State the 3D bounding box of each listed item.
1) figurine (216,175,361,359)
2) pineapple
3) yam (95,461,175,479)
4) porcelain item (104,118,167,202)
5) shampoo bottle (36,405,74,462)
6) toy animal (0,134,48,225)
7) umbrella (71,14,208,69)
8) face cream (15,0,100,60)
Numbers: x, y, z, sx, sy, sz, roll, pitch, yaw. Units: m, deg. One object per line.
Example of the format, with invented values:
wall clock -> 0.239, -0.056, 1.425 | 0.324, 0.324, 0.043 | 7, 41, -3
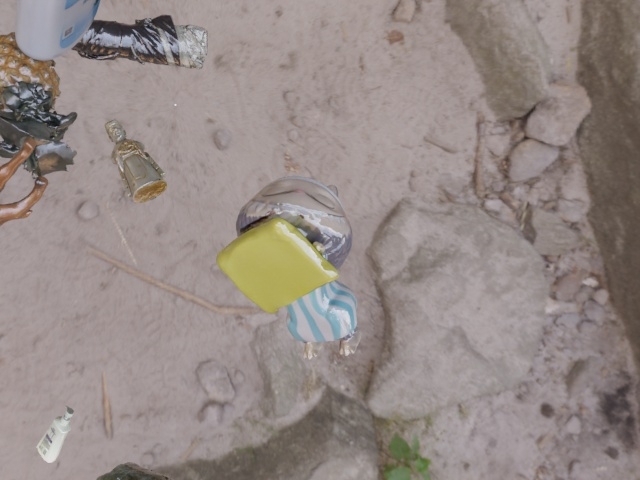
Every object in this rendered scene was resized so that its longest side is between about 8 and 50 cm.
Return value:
figurine -> 0.000, 0.000, 1.507 | 0.361, 0.266, 0.378 | 60, 41, -26
pineapple -> -0.400, -0.178, 0.927 | 0.119, 0.237, 0.111 | -15, 144, -23
yam -> -0.125, 0.244, 0.578 | 0.078, 0.179, 0.078 | -3, 94, -55
porcelain item -> -0.388, -0.173, 1.382 | 0.084, 0.054, 0.213 | -28, 62, -14
shampoo bottle -> -0.543, 0.399, 1.405 | 0.049, 0.034, 0.141 | 47, 117, 24
toy animal -> -0.409, -0.077, 0.642 | 0.229, 0.066, 0.224 | -27, 124, 6
umbrella -> -0.427, -0.451, 1.513 | 0.357, 0.106, 0.113 | -1, 124, -25
face cream -> -0.303, -0.365, 0.827 | 0.080, 0.336, 0.163 | 31, 58, -12
